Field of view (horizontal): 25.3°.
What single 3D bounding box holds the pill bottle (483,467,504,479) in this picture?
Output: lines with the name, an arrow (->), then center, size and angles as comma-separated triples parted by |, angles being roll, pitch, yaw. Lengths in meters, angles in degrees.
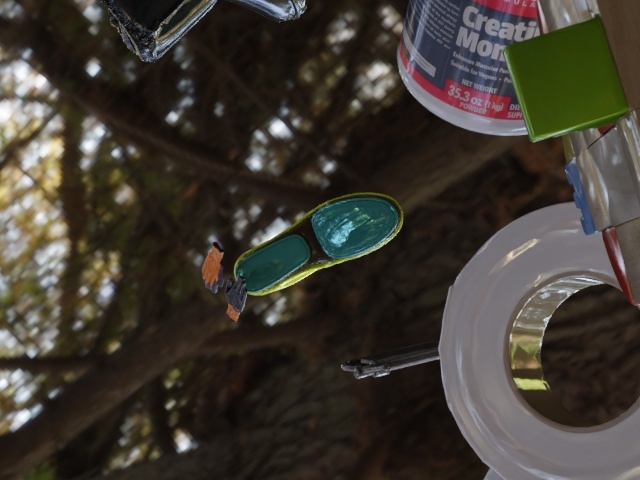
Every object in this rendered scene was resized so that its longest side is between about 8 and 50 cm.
pill bottle -> 0.352, 0.372, 1.764 | 0.323, 0.181, 0.181 | 31, -141, -34

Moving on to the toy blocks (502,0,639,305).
toy blocks -> 0.198, -0.067, 0.797 | 0.261, 0.191, 0.381 | 46, -153, -86

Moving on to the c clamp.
c clamp -> 0.094, 0.123, 1.473 | 0.161, 0.137, 0.022 | -11, -90, -32

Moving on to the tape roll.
tape roll -> 0.258, 0.106, 1.350 | 0.100, 0.286, 0.286 | 10, -131, -61

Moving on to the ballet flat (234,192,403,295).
ballet flat -> 0.000, 0.000, 1.739 | 0.077, 0.231, 0.077 | 66, -163, 2

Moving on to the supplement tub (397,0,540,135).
supplement tub -> 0.188, -0.256, 1.374 | 0.191, 0.272, 0.191 | 6, -137, -6

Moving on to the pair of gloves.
pair of gloves -> -0.116, 0.051, 1.716 | 0.010, 0.074, 0.083 | -20, -125, -35

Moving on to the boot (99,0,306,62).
boot -> -0.146, -0.291, 1.714 | 0.094, 0.207, 0.246 | 42, 175, 36
